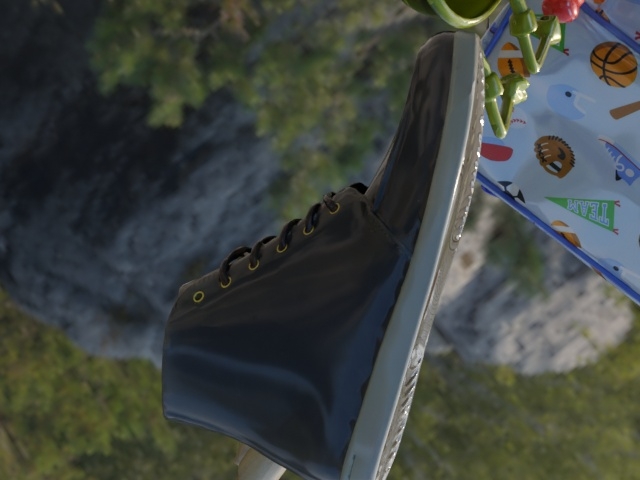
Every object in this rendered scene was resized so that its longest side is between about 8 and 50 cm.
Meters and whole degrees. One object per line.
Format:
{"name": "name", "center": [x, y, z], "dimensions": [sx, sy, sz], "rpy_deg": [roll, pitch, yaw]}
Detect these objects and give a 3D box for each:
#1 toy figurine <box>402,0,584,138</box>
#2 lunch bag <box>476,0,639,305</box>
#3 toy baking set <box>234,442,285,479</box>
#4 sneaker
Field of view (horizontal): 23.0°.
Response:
{"name": "toy figurine", "center": [0.071, -0.246, 1.125], "dimensions": [0.362, 0.217, 0.191], "rpy_deg": [-61, 143, -35]}
{"name": "lunch bag", "center": [0.247, -0.085, 1.281], "dimensions": [0.115, 0.303, 0.243], "rpy_deg": [-44, 171, -42]}
{"name": "toy baking set", "center": [-0.014, 0.099, 1.165], "dimensions": [0.256, 0.030, 0.196], "rpy_deg": [-58, -173, 48]}
{"name": "sneaker", "center": [0.000, 0.000, 0.729], "dimensions": [0.083, 0.118, 0.222], "rpy_deg": [-3, 110, -79]}
